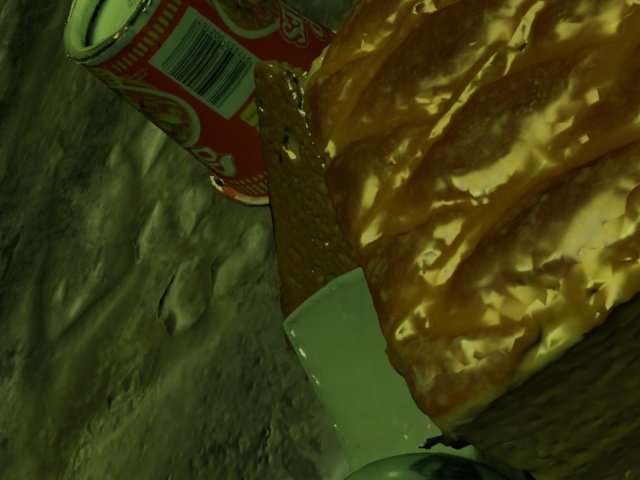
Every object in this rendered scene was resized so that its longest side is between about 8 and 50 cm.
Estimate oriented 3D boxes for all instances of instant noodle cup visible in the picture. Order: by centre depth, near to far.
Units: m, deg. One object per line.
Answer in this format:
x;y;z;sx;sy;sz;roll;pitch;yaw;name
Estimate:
-0.099;-0.155;0.816;0.193;0.212;0.193;-25;51;34;instant noodle cup

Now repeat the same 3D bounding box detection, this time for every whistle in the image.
0.042;0.156;0.505;0.163;0.163;0.290;-33;77;27;whistle

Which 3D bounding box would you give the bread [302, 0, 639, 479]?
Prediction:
0.161;-0.049;0.495;0.279;0.207;0.279;-38;43;24;bread

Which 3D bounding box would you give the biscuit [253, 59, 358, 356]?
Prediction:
0.006;0.000;0.646;0.131;0.026;0.237;30;133;49;biscuit
